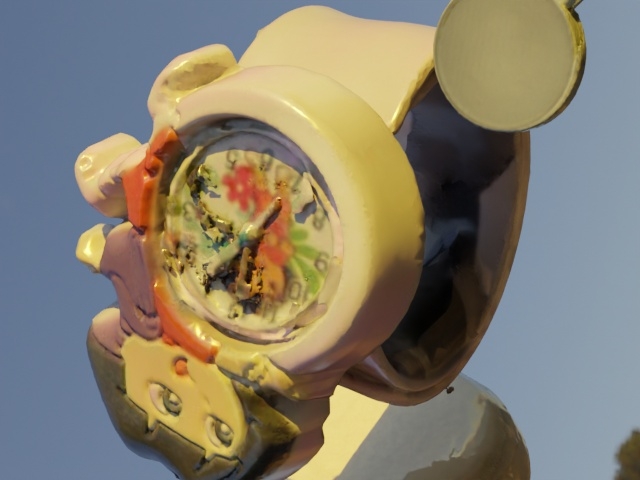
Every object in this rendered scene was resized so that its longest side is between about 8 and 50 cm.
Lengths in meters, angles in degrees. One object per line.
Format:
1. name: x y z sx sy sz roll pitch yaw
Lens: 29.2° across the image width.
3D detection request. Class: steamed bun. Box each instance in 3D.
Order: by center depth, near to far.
1. steamed bun: 0.033 0.170 0.857 0.177 0.228 0.131 -73 -24 -52

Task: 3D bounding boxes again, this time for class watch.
1. watch: 0.000 0.000 0.667 0.231 0.196 0.244 -24 -57 -55

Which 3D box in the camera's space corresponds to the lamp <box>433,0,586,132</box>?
1. lamp: 0.097 -0.095 0.333 0.056 0.198 0.050 -20 -107 -53
